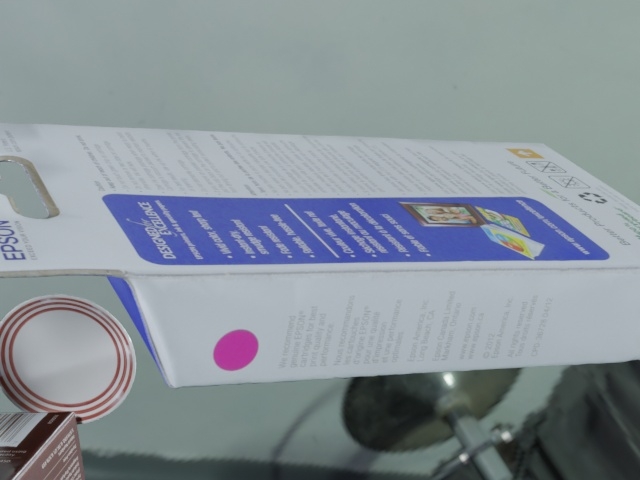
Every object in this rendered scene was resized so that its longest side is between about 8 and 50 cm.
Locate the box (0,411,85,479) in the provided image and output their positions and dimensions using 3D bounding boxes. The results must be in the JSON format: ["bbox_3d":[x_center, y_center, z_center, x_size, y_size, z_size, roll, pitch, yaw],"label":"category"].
[{"bbox_3d":[-0.322,0.284,1.187,0.169,0.167,0.203,-2,107,11],"label":"box"}]

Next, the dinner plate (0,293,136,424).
[{"bbox_3d":[-0.249,0.115,1.225,0.141,0.017,0.141,1,111,2],"label":"dinner plate"}]

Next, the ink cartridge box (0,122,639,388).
[{"bbox_3d":[0.000,0.000,0.622,0.371,0.176,0.069,2,114,-26],"label":"ink cartridge box"}]
